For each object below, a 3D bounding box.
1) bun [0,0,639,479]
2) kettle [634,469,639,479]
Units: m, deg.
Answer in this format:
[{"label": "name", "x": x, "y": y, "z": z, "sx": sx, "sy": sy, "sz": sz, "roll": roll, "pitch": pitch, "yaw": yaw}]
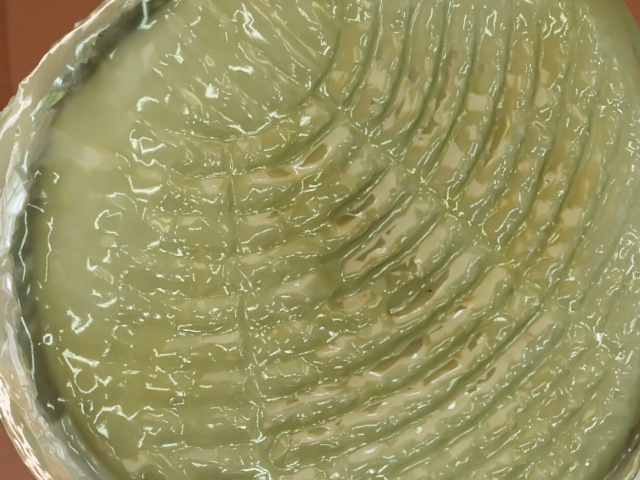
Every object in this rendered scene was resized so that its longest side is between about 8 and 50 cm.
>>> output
[{"label": "bun", "x": -0.001, "y": 0.003, "z": 0.791, "sx": 0.364, "sy": 0.202, "sz": 0.364, "roll": 0, "pitch": 89, "yaw": -21}, {"label": "kettle", "x": 0.245, "y": 0.142, "z": 1.239, "sx": 0.205, "sy": 0.318, "sz": 0.265, "roll": -51, "pitch": 49, "yaw": 7}]
